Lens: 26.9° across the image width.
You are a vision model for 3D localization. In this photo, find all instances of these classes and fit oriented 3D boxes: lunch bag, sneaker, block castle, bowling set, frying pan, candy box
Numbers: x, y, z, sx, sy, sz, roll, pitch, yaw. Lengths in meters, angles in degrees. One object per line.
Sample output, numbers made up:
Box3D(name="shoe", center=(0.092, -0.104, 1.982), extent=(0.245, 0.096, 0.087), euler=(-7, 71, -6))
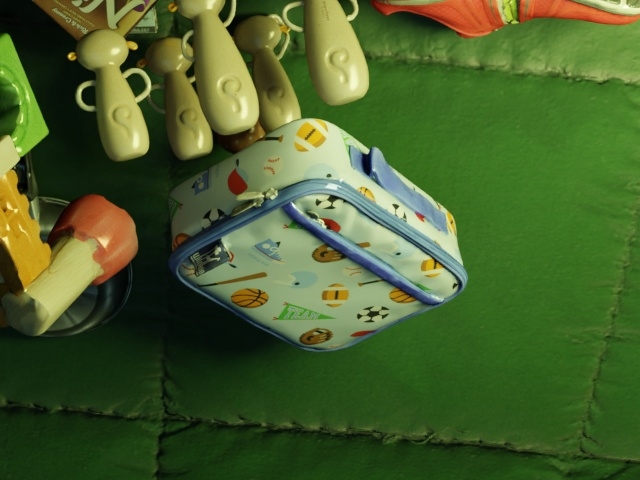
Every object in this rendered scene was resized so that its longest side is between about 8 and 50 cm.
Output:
Box3D(name="lunch bag", center=(0.000, 0.000, 1.391), extent=(0.243, 0.115, 0.303), euler=(-25, 144, 29))
Box3D(name="sneaker", center=(0.180, -0.250, 1.318), extent=(0.279, 0.107, 0.118), euler=(10, 140, 0))
Box3D(name="block castle", center=(-0.387, -0.135, 1.287), extent=(0.303, 0.213, 0.453), euler=(-4, 120, 26))
Box3D(name="bowling set", center=(-0.108, -0.169, 1.345), extent=(0.287, 0.200, 0.154), euler=(-15, 85, -12))
Box3D(name="frying pan", center=(-0.298, -0.012, 1.502), extent=(0.197, 0.053, 0.326), euler=(14, 125, -8))
Box3D(name="candy box", center=(-0.247, -0.278, 1.307), extent=(0.187, 0.053, 0.109), euler=(43, 122, -12))

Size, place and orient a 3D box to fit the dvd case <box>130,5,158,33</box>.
Box3D(name="dvd case", center=(-0.214, -0.266, 1.355), extent=(0.087, 0.013, 0.119), euler=(-1, 123, 3))
